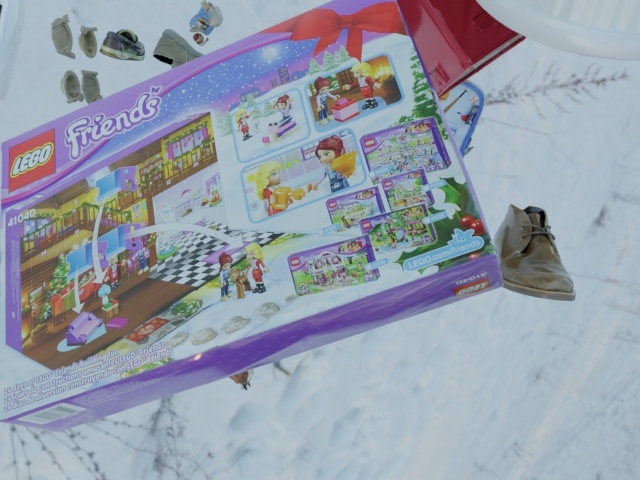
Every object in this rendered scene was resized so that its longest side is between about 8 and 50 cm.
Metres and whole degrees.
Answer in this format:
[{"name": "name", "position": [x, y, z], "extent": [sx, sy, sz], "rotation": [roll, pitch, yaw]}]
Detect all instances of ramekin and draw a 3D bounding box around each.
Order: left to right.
[{"name": "ramekin", "position": [0.290, -0.307, 0.630], "extent": [0.273, 0.272, 0.127], "rotation": [-40, 152, -29]}]

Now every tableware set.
[{"name": "tableware set", "position": [-0.435, -0.319, 1.158], "extent": [0.141, 0.020, 0.169], "rotation": [-58, 147, -71]}]

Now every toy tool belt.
[{"name": "toy tool belt", "position": [-0.230, -0.420, 1.232], "extent": [0.083, 0.052, 0.051], "rotation": [-44, 148, 24]}]

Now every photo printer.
[{"name": "photo printer", "position": [-0.759, -0.442, 1.477], "extent": [0.107, 0.307, 0.256], "rotation": [11, 93, -31]}]

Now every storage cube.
[{"name": "storage cube", "position": [0.184, -0.326, 0.847], "extent": [0.183, 0.215, 0.193], "rotation": [-35, 93, -5]}]

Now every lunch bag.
[{"name": "lunch bag", "position": [0.234, -0.301, 1.538], "extent": [0.115, 0.303, 0.243], "rotation": [-51, 165, -66]}]

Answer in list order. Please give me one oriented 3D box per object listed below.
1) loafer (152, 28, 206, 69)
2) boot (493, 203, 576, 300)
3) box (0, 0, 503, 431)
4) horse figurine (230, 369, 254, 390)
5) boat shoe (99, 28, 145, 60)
[{"name": "loafer", "position": [-0.313, -0.414, 1.569], "extent": [0.087, 0.251, 0.094], "rotation": [-48, 162, -8]}, {"name": "boot", "position": [0.345, 0.014, 1.062], "extent": [0.305, 0.112, 0.115], "rotation": [-82, -179, -74]}, {"name": "box", "position": [-0.062, -0.021, 0.401], "extent": [0.293, 0.201, 0.057], "rotation": [-19, 153, 11]}, {"name": "horse figurine", "position": [-0.253, 0.217, 1.441], "extent": [0.066, 0.263, 0.175], "rotation": [-76, -172, -58]}, {"name": "boat shoe", "position": [-0.353, -0.359, 1.173], "extent": [0.152, 0.056, 0.049], "rotation": [-83, -163, -70]}]
